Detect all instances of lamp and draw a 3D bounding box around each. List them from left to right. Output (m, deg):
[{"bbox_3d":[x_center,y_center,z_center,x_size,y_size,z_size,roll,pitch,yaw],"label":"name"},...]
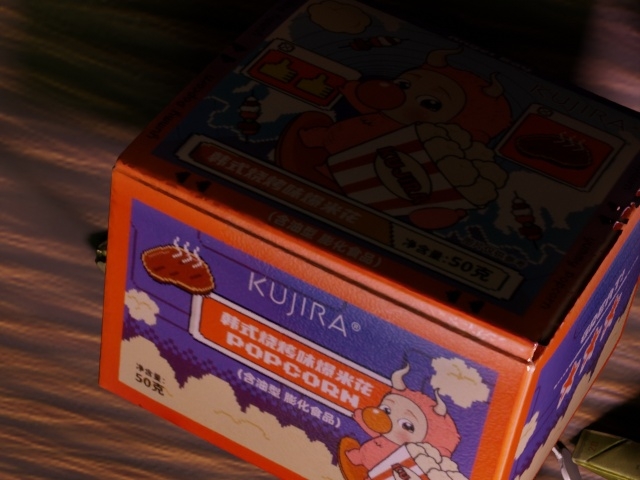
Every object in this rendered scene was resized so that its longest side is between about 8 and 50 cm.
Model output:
[{"bbox_3d":[0.209,0.199,1.903,0.056,0.050,0.198,-27,126,18],"label":"lamp"}]

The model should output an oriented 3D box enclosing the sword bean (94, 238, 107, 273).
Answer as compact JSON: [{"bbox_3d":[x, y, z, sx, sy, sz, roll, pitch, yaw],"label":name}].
[{"bbox_3d":[-0.136,0.089,1.799,0.043,0.038,0.269,-38,128,-2],"label":"sword bean"}]

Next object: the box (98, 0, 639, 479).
[{"bbox_3d":[0.056,0.011,1.462,0.348,0.318,0.257,26,134,17],"label":"box"}]

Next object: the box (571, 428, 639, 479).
[{"bbox_3d":[0.401,0.260,1.832,0.173,0.311,0.043,29,82,-25],"label":"box"}]
